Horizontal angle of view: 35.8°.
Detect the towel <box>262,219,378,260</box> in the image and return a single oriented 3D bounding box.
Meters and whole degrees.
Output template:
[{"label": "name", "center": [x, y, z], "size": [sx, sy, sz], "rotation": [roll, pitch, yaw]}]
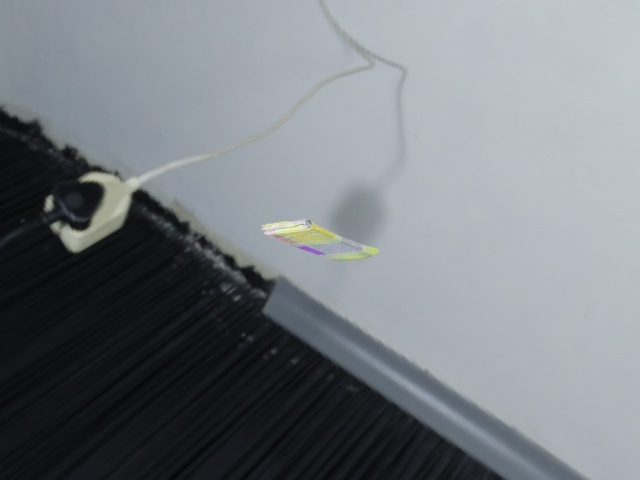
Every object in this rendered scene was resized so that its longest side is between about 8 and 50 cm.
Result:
[{"label": "towel", "center": [0.000, 0.000, 0.807], "size": [0.060, 0.083, 0.009], "rotation": [-8, 67, 48]}]
